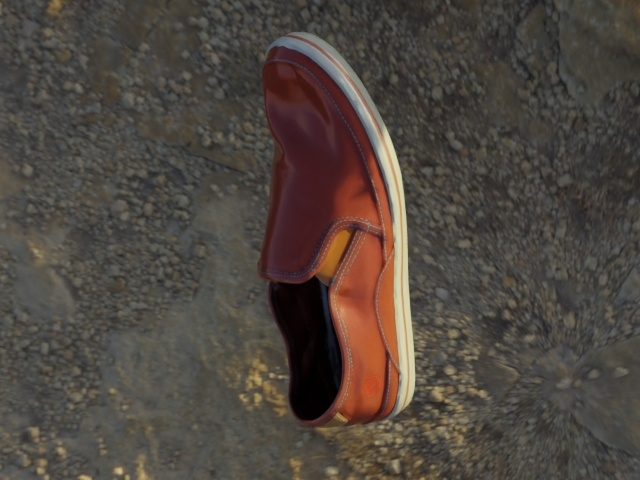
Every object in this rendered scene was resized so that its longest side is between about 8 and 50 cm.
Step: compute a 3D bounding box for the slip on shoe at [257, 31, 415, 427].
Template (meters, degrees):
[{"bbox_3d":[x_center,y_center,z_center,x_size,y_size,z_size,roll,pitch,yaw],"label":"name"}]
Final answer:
[{"bbox_3d":[0.000,0.000,0.764,0.123,0.101,0.331,7,109,52],"label":"slip on shoe"}]
